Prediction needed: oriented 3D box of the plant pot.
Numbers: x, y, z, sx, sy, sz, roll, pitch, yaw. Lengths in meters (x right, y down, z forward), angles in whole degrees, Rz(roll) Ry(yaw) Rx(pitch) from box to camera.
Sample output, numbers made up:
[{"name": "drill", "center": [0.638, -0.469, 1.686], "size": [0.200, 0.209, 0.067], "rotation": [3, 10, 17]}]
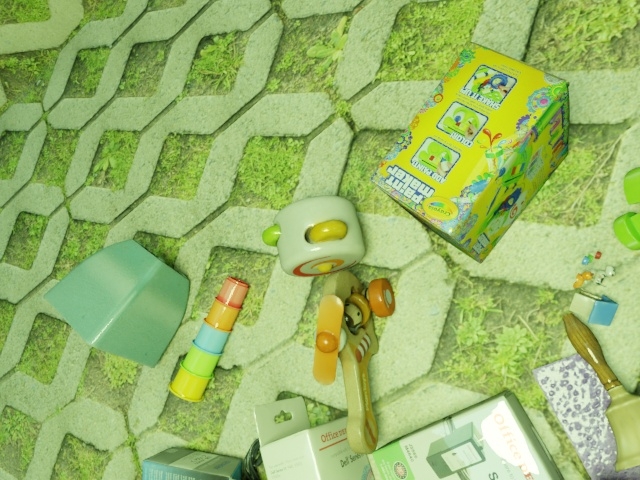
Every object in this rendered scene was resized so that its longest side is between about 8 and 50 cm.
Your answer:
[{"name": "plant pot", "center": [-0.507, 0.148, 1.228], "size": [0.247, 0.247, 0.252], "rotation": [28, 75, 30]}]

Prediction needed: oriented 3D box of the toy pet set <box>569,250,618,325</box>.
[{"name": "toy pet set", "center": [0.478, 0.084, 0.780], "size": [0.065, 0.122, 0.114], "rotation": [24, 110, 37]}]

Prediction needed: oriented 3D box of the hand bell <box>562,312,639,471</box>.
[{"name": "hand bell", "center": [0.469, 0.226, 0.740], "size": [0.126, 0.126, 0.241], "rotation": [-31, 54, 19]}]

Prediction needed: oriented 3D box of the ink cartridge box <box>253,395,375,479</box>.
[{"name": "ink cartridge box", "center": [0.010, 0.471, 0.888], "size": [0.119, 0.207, 0.353], "rotation": [-28, 68, 22]}]

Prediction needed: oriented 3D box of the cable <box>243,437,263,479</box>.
[{"name": "cable", "center": [-0.092, 0.520, 1.031], "size": [0.185, 0.047, 0.150], "rotation": [-18, 66, 28]}]

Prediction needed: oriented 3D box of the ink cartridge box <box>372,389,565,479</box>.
[{"name": "ink cartridge box", "center": [0.264, 0.417, 0.818], "size": [0.273, 0.115, 0.198], "rotation": [-33, 65, 18]}]

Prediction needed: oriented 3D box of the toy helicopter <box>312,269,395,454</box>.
[{"name": "toy helicopter", "center": [0.061, 0.232, 0.899], "size": [0.140, 0.235, 0.354], "rotation": [-14, 73, 25]}]

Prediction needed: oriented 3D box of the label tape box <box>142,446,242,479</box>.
[{"name": "label tape box", "center": [-0.253, 0.630, 1.040], "size": [0.334, 0.106, 0.240], "rotation": [-4, 83, 28]}]

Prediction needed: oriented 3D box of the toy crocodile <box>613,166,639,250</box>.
[{"name": "toy crocodile", "center": [0.598, 0.024, 0.742], "size": [0.115, 0.105, 0.340], "rotation": [-54, 50, 57]}]

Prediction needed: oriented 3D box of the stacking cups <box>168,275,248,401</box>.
[{"name": "stacking cups", "center": [-0.270, 0.247, 1.168], "size": [0.096, 0.096, 0.316], "rotation": [25, 86, 30]}]

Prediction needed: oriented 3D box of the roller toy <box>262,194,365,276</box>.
[{"name": "roller toy", "center": [0.000, 0.000, 1.007], "size": [0.210, 0.191, 0.146], "rotation": [-25, 68, 34]}]

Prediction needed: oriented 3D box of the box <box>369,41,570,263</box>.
[{"name": "box", "center": [0.284, -0.135, 0.831], "size": [0.177, 0.290, 0.279], "rotation": [40, 98, 29]}]

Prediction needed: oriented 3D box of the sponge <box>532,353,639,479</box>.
[{"name": "sponge", "center": [0.472, 0.301, 0.782], "size": [0.117, 0.031, 0.209], "rotation": [-30, 65, 18]}]
